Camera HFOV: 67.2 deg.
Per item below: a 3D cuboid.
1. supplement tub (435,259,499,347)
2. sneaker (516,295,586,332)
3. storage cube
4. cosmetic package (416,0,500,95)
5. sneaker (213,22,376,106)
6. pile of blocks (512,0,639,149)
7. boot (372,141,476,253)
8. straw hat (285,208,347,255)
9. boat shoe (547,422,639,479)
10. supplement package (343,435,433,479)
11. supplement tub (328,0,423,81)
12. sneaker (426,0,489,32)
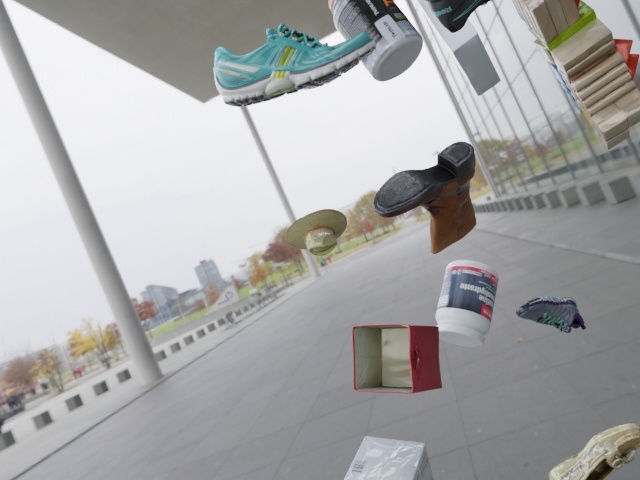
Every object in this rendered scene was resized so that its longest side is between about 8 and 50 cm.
[{"bbox_3d":[0.520,0.224,1.723,0.191,0.191,0.272,-27,40,61],"label":"supplement tub"},{"bbox_3d":[0.668,0.217,1.378,0.223,0.098,0.083,-1,-40,-23],"label":"sneaker"},{"bbox_3d":[0.222,0.337,1.396,0.214,0.184,0.193,-11,-16,38],"label":"storage cube"},{"bbox_3d":[0.441,-0.703,1.611,0.097,0.377,0.284,-34,-29,24],"label":"cosmetic package"},{"bbox_3d":[-0.046,-0.302,0.793,0.275,0.110,0.107,-12,12,5],"label":"sneaker"},{"bbox_3d":[0.471,-0.334,0.848,0.112,0.362,0.149,-34,23,23],"label":"pile of blocks"},{"bbox_3d":[0.255,-0.066,1.141,0.264,0.096,0.280,-38,-37,-13],"label":"boot"},{"bbox_3d":[0.000,0.000,1.062,0.144,0.061,0.145,-13,-37,-10],"label":"straw hat"},{"bbox_3d":[0.733,0.587,1.257,0.285,0.104,0.089,-52,24,20],"label":"boat shoe"},{"bbox_3d":[0.191,0.731,1.410,0.203,0.145,0.262,-6,19,29],"label":"supplement package"},{"bbox_3d":[0.169,-0.689,1.552,0.193,0.316,0.193,-30,-15,-9],"label":"supplement tub"},{"bbox_3d":[0.279,-0.481,0.837,0.267,0.106,0.101,-47,34,-5],"label":"sneaker"}]
